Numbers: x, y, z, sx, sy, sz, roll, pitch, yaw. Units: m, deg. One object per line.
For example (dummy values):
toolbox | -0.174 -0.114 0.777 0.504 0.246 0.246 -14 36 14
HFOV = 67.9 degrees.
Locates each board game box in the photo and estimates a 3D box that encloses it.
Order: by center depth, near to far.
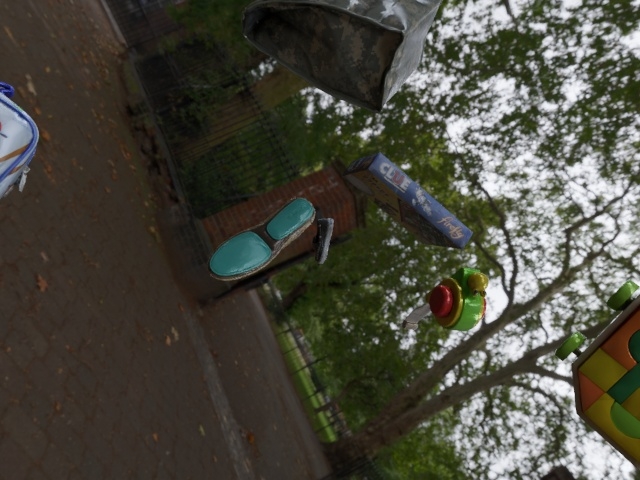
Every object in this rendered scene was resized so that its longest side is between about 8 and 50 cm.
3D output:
board game box | 0.169 -0.075 0.955 0.243 0.042 0.165 38 -6 -13

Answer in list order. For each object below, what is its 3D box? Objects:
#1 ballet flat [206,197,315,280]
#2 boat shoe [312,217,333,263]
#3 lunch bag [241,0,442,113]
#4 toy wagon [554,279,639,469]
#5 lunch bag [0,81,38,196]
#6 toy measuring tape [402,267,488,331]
ballet flat | -0.093 0.006 0.775 0.073 0.206 0.067 52 -23 9
boat shoe | 0.000 0.000 1.195 0.049 0.040 0.142 -97 -164 -49
lunch bag | 0.034 -0.380 0.828 0.287 0.235 0.169 26 -44 11
toy wagon | 0.551 0.179 0.713 0.267 0.344 0.068 45 18 27
lunch bag | -0.536 -0.144 0.604 0.303 0.243 0.115 38 -21 -27
toy measuring tape | 0.279 0.173 1.086 0.121 0.121 0.330 62 -32 21
